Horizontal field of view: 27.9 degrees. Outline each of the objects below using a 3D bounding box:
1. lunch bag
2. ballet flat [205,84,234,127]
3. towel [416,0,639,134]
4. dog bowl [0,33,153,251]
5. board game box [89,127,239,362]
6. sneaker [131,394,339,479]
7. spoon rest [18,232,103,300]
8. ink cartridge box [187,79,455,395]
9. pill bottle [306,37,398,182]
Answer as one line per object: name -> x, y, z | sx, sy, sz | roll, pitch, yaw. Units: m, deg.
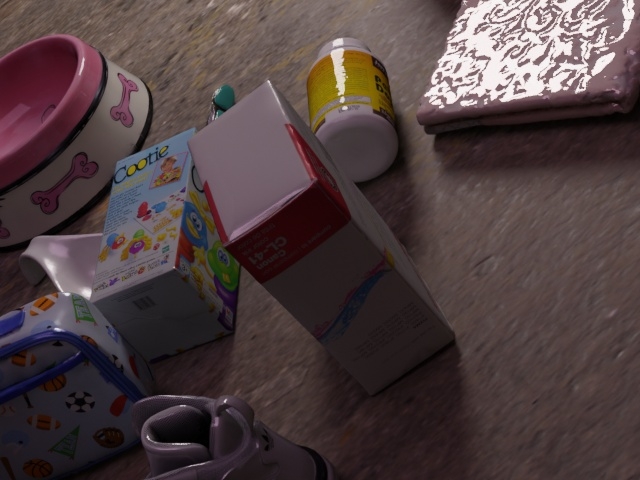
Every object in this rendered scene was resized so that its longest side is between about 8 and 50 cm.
lunch bag -> -0.379, 0.201, 1.636 | 0.303, 0.243, 0.115 | -26, 39, 15
ballet flat -> -0.163, -0.200, 2.033 | 0.041, 0.041, 0.114 | -19, 41, 24
towel -> 0.309, -0.280, 1.709 | 0.317, 0.053, 0.332 | -4, 49, 38
dog bowl -> -0.494, -0.184, 2.199 | 0.408, 0.150, 0.408 | -23, 40, 21
board game box -> -0.203, 0.004, 1.771 | 0.144, 0.142, 0.275 | -21, 41, 23
sneaker -> -0.179, 0.287, 1.408 | 0.365, 0.210, 0.137 | -27, 39, 16
spoon rest -> -0.363, 0.040, 1.917 | 0.276, 0.084, 0.137 | 5, 56, 44
ink cartridge box -> 0.000, 0.000, 1.473 | 0.131, 0.306, 0.226 | -35, 37, 7
pill bottle -> 0.041, -0.187, 1.783 | 0.117, 0.117, 0.215 | -25, 40, 18
